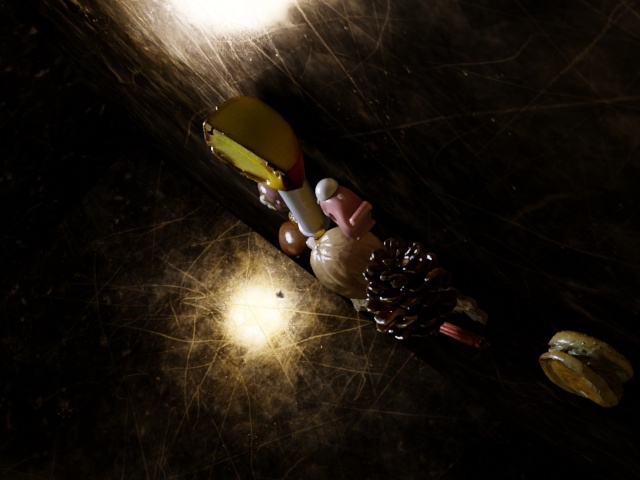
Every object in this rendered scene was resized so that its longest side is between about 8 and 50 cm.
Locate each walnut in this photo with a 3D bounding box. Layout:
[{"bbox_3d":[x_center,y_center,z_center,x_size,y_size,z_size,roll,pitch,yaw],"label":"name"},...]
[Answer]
[{"bbox_3d":[0.101,0.071,1.674,0.261,0.225,0.225,27,174,-12],"label":"walnut"}]

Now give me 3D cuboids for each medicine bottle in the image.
[{"bbox_3d":[-0.066,-0.143,1.663,0.108,0.108,0.426,34,168,25],"label":"medicine bottle"}]

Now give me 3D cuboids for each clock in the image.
[{"bbox_3d":[0.056,-0.084,1.494,0.162,0.093,0.166,38,172,21],"label":"clock"}]

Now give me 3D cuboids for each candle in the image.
[{"bbox_3d":[0.492,0.330,1.960,0.051,0.048,0.329,54,168,-13],"label":"candle"}]

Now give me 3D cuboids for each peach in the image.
[{"bbox_3d":[-0.139,-0.232,1.334,0.267,0.154,0.159,30,163,-7],"label":"peach"}]

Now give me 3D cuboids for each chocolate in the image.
[{"bbox_3d":[-0.097,-0.010,2.318,0.177,0.177,0.177,38,171,7],"label":"chocolate"}]

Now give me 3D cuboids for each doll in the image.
[{"bbox_3d":[-0.166,-0.161,2.001,0.145,0.096,0.188,48,180,-9],"label":"doll"}]

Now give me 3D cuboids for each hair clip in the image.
[{"bbox_3d":[0.380,0.180,1.600,0.146,0.075,0.257,48,162,-15],"label":"hair clip"}]

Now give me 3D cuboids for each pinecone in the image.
[{"bbox_3d":[0.224,0.129,1.448,0.244,0.244,0.309,23,143,60],"label":"pinecone"}]

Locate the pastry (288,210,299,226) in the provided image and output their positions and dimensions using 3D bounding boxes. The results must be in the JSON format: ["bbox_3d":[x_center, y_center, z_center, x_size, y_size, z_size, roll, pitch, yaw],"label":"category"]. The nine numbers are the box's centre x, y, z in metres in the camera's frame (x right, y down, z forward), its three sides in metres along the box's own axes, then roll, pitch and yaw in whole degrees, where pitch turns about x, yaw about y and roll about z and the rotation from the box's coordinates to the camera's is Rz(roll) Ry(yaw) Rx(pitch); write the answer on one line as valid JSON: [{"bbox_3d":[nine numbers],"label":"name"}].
[{"bbox_3d":[-0.043,-0.069,1.991,0.153,0.081,0.153,29,177,2],"label":"pastry"}]

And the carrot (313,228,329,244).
[{"bbox_3d":[0.070,0.070,1.823,0.260,0.070,0.070,52,166,-25],"label":"carrot"}]

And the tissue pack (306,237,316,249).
[{"bbox_3d":[0.000,0.000,2.107,0.074,0.094,0.059,38,172,10],"label":"tissue pack"}]

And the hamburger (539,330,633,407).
[{"bbox_3d":[0.564,0.263,1.174,0.177,0.113,0.185,39,165,34],"label":"hamburger"}]

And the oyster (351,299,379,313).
[{"bbox_3d":[0.180,0.203,2.308,0.341,0.166,0.110,48,-177,42],"label":"oyster"}]
